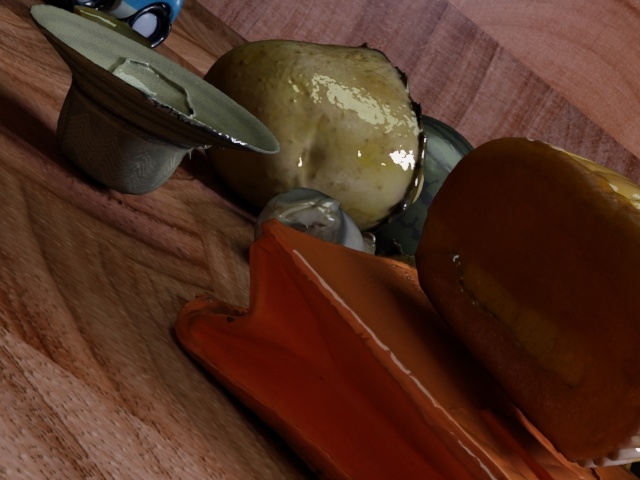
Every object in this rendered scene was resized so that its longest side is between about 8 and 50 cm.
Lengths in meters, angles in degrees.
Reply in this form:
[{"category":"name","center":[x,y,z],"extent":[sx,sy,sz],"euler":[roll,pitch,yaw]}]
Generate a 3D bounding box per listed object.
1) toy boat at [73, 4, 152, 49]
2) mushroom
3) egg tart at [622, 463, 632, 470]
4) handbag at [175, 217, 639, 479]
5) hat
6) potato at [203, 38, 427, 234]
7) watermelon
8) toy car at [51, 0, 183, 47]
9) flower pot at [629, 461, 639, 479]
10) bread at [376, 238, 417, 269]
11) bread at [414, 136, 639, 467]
[{"category":"toy boat","center":[-0.246,-0.230,2.033],"extent":[0.066,0.065,0.172],"euler":[22,-4,29]},{"category":"mushroom","center":[-0.002,-0.002,1.774],"extent":[0.096,0.099,0.278],"euler":[47,6,12]},{"category":"egg tart","center":[0.374,0.169,1.778],"extent":[0.291,0.291,0.107],"euler":[40,22,5]},{"category":"handbag","center":[0.082,0.136,1.353],"extent":[0.303,0.116,0.410],"euler":[46,11,22]},{"category":"hat","center":[-0.167,-0.099,1.502],"extent":[0.252,0.110,0.252],"euler":[30,11,-6]},{"category":"potato","center":[-0.033,-0.126,1.923],"extent":[0.242,0.242,0.285],"euler":[33,14,-39]},{"category":"watermelon","center":[0.101,-0.052,2.086],"extent":[0.212,0.212,0.212],"euler":[38,8,-7]},{"category":"toy car","center":[-0.275,-0.378,2.254],"extent":[0.188,0.190,0.255],"euler":[45,8,39]},{"category":"flower pot","center":[0.419,0.235,1.532],"extent":[0.302,0.302,0.213],"euler":[-35,108,-81]},{"category":"bread","center":[0.184,0.083,1.878],"extent":[0.261,0.147,0.160],"euler":[4,-3,32]},{"category":"bread","center":[0.192,0.046,1.325],"extent":[0.156,0.204,0.288],"euler":[9,28,-41]}]
